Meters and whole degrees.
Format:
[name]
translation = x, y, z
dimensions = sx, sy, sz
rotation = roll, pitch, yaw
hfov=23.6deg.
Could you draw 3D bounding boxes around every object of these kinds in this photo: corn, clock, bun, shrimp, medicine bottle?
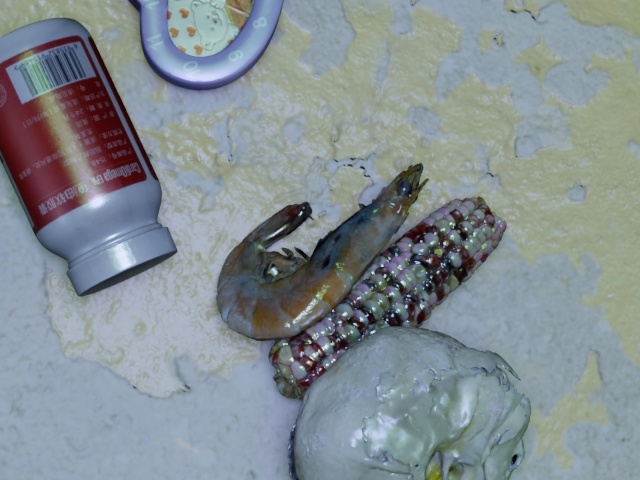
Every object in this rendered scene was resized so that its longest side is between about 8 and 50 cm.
[corn]
translation = 0.065, 0.057, 1.518
dimensions = 0.280, 0.092, 0.092
rotation = -42, 90, -13
[clock]
translation = -0.113, -0.254, 1.542
dimensions = 0.172, 0.064, 0.198
rotation = -22, 87, -9
[bun]
translation = 0.095, 0.198, 1.449
dimensions = 0.239, 0.141, 0.239
rotation = -10, 113, -26
[shrimp]
translation = -0.001, -0.001, 1.508
dimensions = 0.251, 0.052, 0.143
rotation = -38, 48, -17
[medicine bottle]
translation = -0.237, -0.080, 1.472
dimensions = 0.131, 0.131, 0.250
rotation = -24, 87, -9
